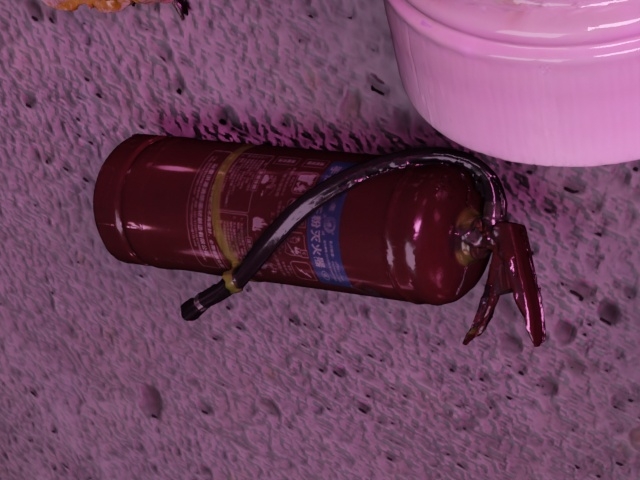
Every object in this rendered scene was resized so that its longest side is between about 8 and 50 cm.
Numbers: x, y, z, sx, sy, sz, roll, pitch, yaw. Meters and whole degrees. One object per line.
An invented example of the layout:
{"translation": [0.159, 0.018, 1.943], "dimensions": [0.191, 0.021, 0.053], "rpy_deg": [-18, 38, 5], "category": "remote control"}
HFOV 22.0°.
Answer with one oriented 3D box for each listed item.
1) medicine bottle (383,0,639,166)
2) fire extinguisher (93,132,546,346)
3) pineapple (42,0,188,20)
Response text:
{"translation": [0.096, -0.229, 0.663], "dimensions": [0.214, 0.213, 0.378], "rpy_deg": [16, 141, 28], "category": "medicine bottle"}
{"translation": [0.000, 0.000, 1.100], "dimensions": [0.341, 0.105, 0.141], "rpy_deg": [8, 102, 36], "category": "fire extinguisher"}
{"translation": [-0.161, -0.220, 1.046], "dimensions": [0.221, 0.047, 0.221], "rpy_deg": [22, 143, 18], "category": "pineapple"}
